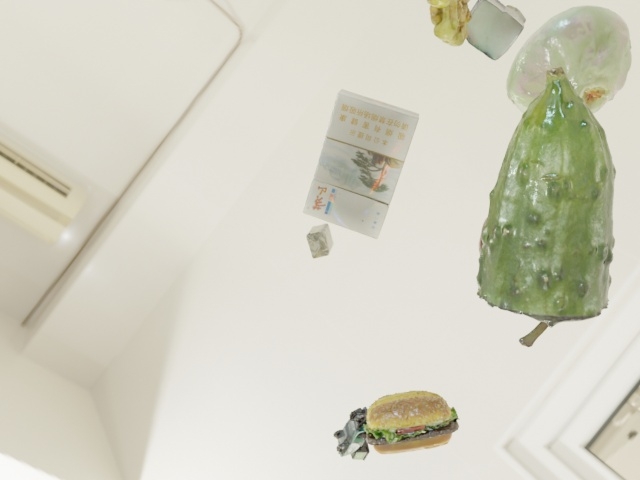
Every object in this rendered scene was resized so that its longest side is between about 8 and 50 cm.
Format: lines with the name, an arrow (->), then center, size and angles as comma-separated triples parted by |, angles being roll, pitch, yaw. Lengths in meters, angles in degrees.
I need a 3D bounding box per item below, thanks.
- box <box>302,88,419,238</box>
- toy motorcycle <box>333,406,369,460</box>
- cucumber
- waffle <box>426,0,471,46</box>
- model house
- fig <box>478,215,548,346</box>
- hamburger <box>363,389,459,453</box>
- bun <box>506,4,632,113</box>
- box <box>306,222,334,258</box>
box -> 0.071, -0.136, 1.187 | 0.149, 0.233, 0.067 | 19, -159, 6
toy motorcycle -> 0.093, 0.452, 1.557 | 0.100, 0.173, 0.058 | 9, -144, -20
cucumber -> 0.231, -0.048, 0.664 | 0.134, 0.244, 0.134 | -2, -163, 1
waffle -> 0.201, -0.468, 1.051 | 0.060, 0.312, 0.307 | 0, -150, 18
model house -> 0.332, -0.421, 1.283 | 0.101, 0.088, 0.100 | 34, -145, -7
fig -> 0.412, 0.042, 1.213 | 0.204, 0.186, 0.249 | 1, -121, -53
hamburger -> 0.157, 0.312, 1.150 | 0.137, 0.166, 0.087 | -26, -74, -86
bun -> 0.581, -0.371, 1.486 | 0.293, 0.293, 0.187 | 34, -156, -54
box -> 0.000, 0.000, 1.512 | 0.098, 0.045, 0.062 | -56, -48, -77
